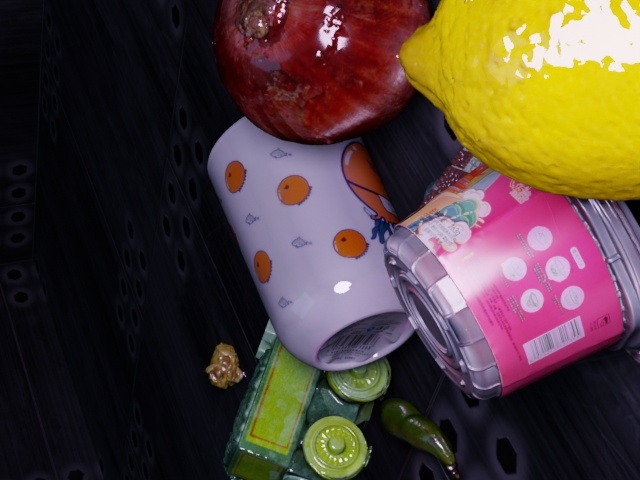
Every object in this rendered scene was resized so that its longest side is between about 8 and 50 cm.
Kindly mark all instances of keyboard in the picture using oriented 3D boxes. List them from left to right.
[{"bbox_3d":[0.142,-0.056,1.402,0.166,0.017,0.055,-55,26,-4],"label":"keyboard"}]

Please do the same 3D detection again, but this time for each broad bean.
[{"bbox_3d":[0.122,0.248,1.664,0.195,0.046,0.061,36,147,56],"label":"broad bean"}]

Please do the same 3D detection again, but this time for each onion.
[{"bbox_3d":[-0.002,-0.249,1.486,0.276,0.276,0.276,171,90,-67],"label":"onion"}]

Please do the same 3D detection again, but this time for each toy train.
[{"bbox_3d":[-0.018,0.233,1.731,0.159,0.188,0.272,112,178,-62],"label":"toy train"}]

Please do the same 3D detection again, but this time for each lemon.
[{"bbox_3d":[0.220,-0.150,0.980,0.245,0.319,0.245,0,-90,-74],"label":"lemon"}]

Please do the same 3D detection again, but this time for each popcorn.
[{"bbox_3d":[-0.170,0.239,2.342,0.084,0.084,0.084,171,90,-67],"label":"popcorn"}]

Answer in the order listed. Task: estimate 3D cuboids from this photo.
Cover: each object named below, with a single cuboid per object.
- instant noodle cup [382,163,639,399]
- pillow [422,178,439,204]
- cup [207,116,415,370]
[{"bbox_3d":[0.174,0.033,1.175,0.302,0.181,0.258,58,171,14],"label":"instant noodle cup"},{"bbox_3d":[0.164,0.050,1.460,0.214,0.086,0.233,-124,29,-65],"label":"pillow"},{"bbox_3d":[0.000,0.000,1.644,0.212,0.212,0.317,114,140,-52],"label":"cup"}]
